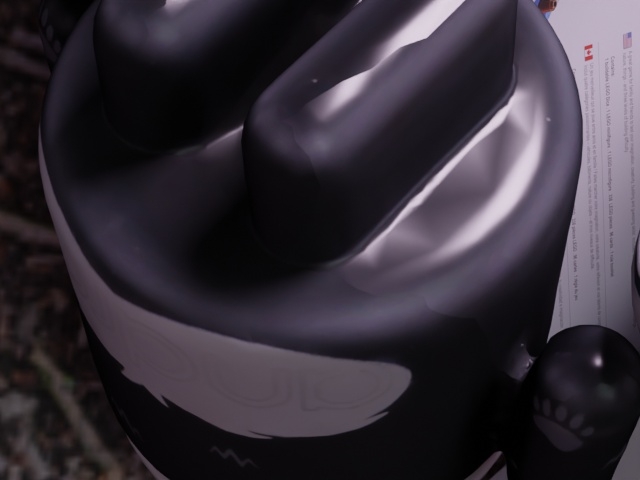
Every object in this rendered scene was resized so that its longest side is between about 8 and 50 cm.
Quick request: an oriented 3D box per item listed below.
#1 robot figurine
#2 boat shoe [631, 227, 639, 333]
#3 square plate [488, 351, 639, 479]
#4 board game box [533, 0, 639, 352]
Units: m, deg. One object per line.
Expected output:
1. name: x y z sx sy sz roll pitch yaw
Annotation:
1. robot figurine: 0.000 -0.003 0.559 0.173 0.278 0.209 -9 59 -4
2. boat shoe: 0.195 -0.101 0.521 0.367 0.136 0.156 -44 125 -37
3. square plate: 0.257 0.099 0.754 0.347 0.049 0.344 -42 129 6
4. board game box: 0.145 -0.073 0.675 0.193 0.053 0.305 -18 122 -18
